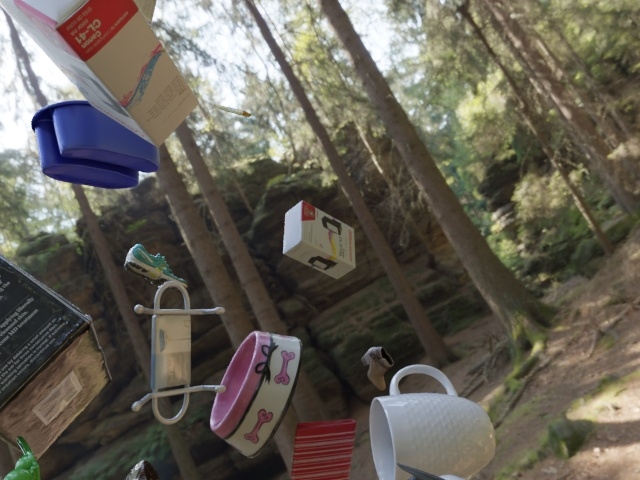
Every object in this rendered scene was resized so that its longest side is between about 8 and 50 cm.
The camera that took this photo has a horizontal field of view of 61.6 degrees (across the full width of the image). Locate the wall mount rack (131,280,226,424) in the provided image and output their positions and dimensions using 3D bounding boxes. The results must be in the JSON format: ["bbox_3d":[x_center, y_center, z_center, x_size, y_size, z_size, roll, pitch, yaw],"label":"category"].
[{"bbox_3d":[-0.352,0.264,1.268,0.131,0.349,0.304,-8,-10,31],"label":"wall mount rack"}]

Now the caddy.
[{"bbox_3d":[-0.605,-0.272,1.476,0.241,0.179,0.341,-24,-19,35],"label":"caddy"}]

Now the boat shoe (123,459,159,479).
[{"bbox_3d":[-0.420,0.594,1.203,0.095,0.095,0.257,-37,6,-9],"label":"boat shoe"}]

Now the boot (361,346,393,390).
[{"bbox_3d":[0.161,0.339,1.429,0.087,0.118,0.042,-35,-1,43],"label":"boot"}]

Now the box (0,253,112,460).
[{"bbox_3d":[-0.819,0.253,1.327,0.297,0.472,0.479,-51,-9,-32],"label":"box"}]

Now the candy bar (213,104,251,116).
[{"bbox_3d":[-0.288,-0.426,1.761,0.040,0.162,0.018,6,-77,-51],"label":"candy bar"}]

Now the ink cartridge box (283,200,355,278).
[{"bbox_3d":[0.000,0.000,1.323,0.175,0.127,0.072,26,-44,-31],"label":"ink cartridge box"}]

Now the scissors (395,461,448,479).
[{"bbox_3d":[0.278,0.436,0.911,0.109,0.297,0.021,-48,-30,-19],"label":"scissors"}]

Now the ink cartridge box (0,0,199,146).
[{"bbox_3d":[-0.378,-0.330,0.927,0.131,0.226,0.306,-51,-25,-14],"label":"ink cartridge box"}]

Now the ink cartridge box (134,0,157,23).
[{"bbox_3d":[-0.444,-0.596,1.145,0.056,0.180,0.225,7,-6,39],"label":"ink cartridge box"}]

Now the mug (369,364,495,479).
[{"bbox_3d":[0.336,0.565,1.667,0.329,0.373,0.276,-3,-36,-10],"label":"mug"}]

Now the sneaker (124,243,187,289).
[{"bbox_3d":[-0.620,0.109,2.078,0.107,0.109,0.275,-16,-41,35],"label":"sneaker"}]

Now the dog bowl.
[{"bbox_3d":[-0.218,0.476,1.744,0.407,0.151,0.408,-56,16,25],"label":"dog bowl"}]

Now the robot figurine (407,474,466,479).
[{"bbox_3d":[0.263,0.667,1.212,0.278,0.209,0.173,-50,14,2],"label":"robot figurine"}]

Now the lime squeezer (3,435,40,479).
[{"bbox_3d":[-0.565,0.435,0.981,0.110,0.058,0.310,-20,8,-3],"label":"lime squeezer"}]

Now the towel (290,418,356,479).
[{"bbox_3d":[0.005,0.685,1.687,0.199,0.274,0.031,1,19,-18],"label":"towel"}]
